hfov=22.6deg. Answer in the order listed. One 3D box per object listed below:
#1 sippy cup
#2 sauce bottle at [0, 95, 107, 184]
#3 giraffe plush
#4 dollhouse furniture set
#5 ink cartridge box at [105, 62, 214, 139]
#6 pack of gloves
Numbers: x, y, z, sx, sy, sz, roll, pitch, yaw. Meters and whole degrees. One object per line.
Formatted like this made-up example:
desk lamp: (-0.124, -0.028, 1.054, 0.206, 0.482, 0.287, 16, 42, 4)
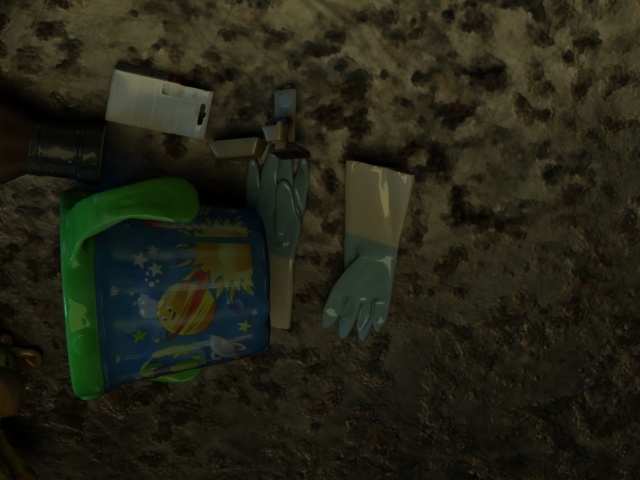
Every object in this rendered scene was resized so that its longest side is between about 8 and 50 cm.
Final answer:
sippy cup: (-0.171, 0.052, 1.795, 0.224, 0.305, 0.240, -4, 91, -6)
sauce bottle: (-0.412, -0.118, 1.787, 0.344, 0.111, 0.111, 5, 114, -4)
giraffe plush: (-0.411, 0.197, 1.919, 0.210, 0.181, 0.170, 36, 102, 23)
dollhouse furniture set: (-0.079, -0.137, 1.798, 0.114, 0.091, 0.081, -4, 78, 21)
ink cartridge box: (-0.181, -0.157, 1.811, 0.115, 0.029, 0.062, 12, 113, -5)
pack of gloves: (0.000, 0.000, 1.879, 0.195, 0.046, 0.232, 14, 114, 10)
